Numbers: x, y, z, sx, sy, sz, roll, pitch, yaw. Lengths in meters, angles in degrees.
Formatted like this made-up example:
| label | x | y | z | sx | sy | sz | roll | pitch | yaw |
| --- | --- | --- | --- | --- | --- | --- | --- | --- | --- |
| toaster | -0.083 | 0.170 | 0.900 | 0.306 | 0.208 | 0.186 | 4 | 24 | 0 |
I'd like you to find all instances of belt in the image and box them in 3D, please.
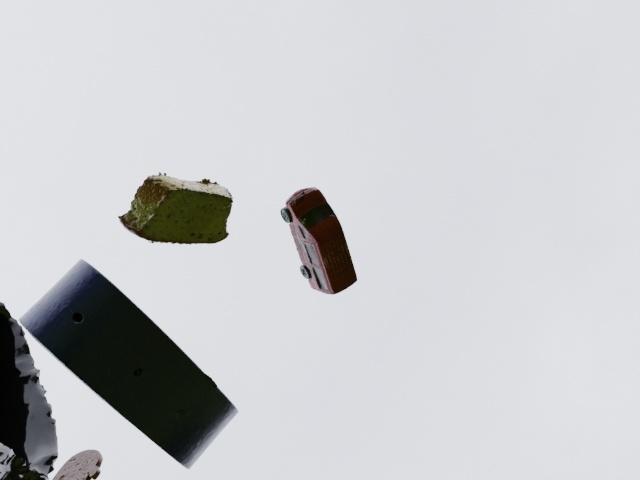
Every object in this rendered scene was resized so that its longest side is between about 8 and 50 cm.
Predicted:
| label | x | y | z | sx | sy | sz | roll | pitch | yaw |
| --- | --- | --- | --- | --- | --- | --- | --- | --- | --- |
| belt | -0.246 | 0.169 | 1.071 | 0.117 | 0.212 | 0.347 | -49 | -41 | -16 |

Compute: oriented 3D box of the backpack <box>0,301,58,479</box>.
| label | x | y | z | sx | sy | sz | roll | pitch | yaw |
| --- | --- | --- | --- | --- | --- | --- | --- | --- | --- |
| backpack | -0.262 | 0.109 | 0.346 | 0.254 | 0.445 | 0.363 | 23 | -91 | -9 |

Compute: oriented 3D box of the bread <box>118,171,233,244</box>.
| label | x | y | z | sx | sy | sz | roll | pitch | yaw |
| --- | --- | --- | --- | --- | --- | --- | --- | --- | --- |
| bread | -0.219 | -0.046 | 1.284 | 0.187 | 0.065 | 0.103 | 9 | -67 | -43 |

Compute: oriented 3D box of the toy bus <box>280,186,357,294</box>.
| label | x | y | z | sx | sy | sz | roll | pitch | yaw |
| --- | --- | --- | --- | --- | --- | --- | --- | --- | --- |
| toy bus | 0.000 | 0.000 | 1.490 | 0.081 | 0.089 | 0.195 | -29 | -63 | -24 |

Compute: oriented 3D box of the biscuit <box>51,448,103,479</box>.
| label | x | y | z | sx | sy | sz | roll | pitch | yaw |
| --- | --- | --- | --- | --- | --- | --- | --- | --- | --- |
| biscuit | -0.348 | 0.338 | 1.173 | 0.091 | 0.078 | 0.015 | -56 | -49 | -51 |
